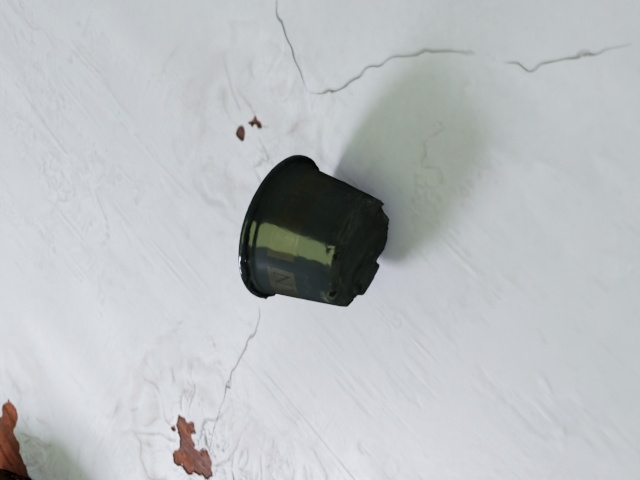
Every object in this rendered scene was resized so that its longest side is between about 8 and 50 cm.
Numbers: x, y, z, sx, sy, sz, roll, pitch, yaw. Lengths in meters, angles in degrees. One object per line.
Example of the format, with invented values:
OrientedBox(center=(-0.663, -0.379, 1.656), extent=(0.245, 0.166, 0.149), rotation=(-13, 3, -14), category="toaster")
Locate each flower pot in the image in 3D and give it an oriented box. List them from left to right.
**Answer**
OrientedBox(center=(0.000, 0.000, 1.243), extent=(0.106, 0.157, 0.157), rotation=(20, 111, 28), category="flower pot")

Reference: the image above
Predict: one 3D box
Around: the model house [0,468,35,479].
OrientedBox(center=(-0.534, 0.500, 1.740), extent=(0.317, 0.282, 0.297), rotation=(13, 106, 42), category="model house")
